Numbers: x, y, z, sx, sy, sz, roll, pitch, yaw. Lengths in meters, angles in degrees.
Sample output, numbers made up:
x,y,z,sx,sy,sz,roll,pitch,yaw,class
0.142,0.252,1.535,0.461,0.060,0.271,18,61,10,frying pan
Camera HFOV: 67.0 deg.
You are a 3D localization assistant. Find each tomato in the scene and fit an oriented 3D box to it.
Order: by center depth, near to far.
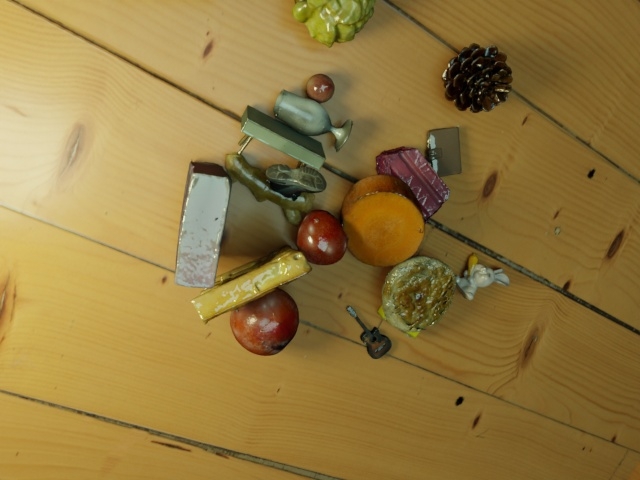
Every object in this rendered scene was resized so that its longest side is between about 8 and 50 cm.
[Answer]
x,y,z,sx,sy,sz,roll,pitch,yaw,class
-0.158,0.239,1.429,0.208,0.184,0.207,-24,131,-31,tomato
0.000,0.000,1.430,0.168,0.167,0.167,-4,106,-15,tomato

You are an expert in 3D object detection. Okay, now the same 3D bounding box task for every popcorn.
x,y,z,sx,sy,sz,roll,pitch,yaw,class
0.037,-0.640,1.263,0.255,0.195,0.255,-3,106,-26,popcorn

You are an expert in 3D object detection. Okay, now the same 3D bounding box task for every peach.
x,y,z,sx,sy,sz,roll,pitch,yaw,class
-0.001,-0.429,1.364,0.083,0.083,0.082,-4,106,-15,peach

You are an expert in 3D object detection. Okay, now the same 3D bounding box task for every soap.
x,y,z,sx,sy,sz,roll,pitch,yaw,class
-0.308,-0.054,1.260,0.107,0.296,0.285,9,100,-18,soap
0.274,-0.180,1.499,0.162,0.099,0.250,-43,112,-1,soap

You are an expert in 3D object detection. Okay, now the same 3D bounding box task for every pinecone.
x,y,z,sx,sy,sz,roll,pitch,yaw,class
0.471,-0.472,1.429,0.208,0.208,0.207,-4,106,-15,pinecone

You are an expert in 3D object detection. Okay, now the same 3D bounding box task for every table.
x,y,z,sx,sy,sz,roll,pitch,yaw,class
-0.120,-0.260,1.355,0.240,0.121,0.111,24,117,-21,table

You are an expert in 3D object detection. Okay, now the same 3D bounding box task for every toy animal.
x,y,z,sx,sy,sz,roll,pitch,yaw,class
0.561,0.124,1.686,0.182,0.131,0.127,-30,143,1,toy animal

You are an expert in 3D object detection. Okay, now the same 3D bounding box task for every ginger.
x,y,z,sx,sy,sz,roll,pitch,yaw,class
-0.150,-0.160,1.400,0.299,0.065,0.118,33,97,-20,ginger

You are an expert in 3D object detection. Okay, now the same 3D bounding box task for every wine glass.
x,y,z,sx,sy,sz,roll,pitch,yaw,class
-0.024,-0.342,1.370,0.222,0.103,0.103,23,97,-20,wine glass

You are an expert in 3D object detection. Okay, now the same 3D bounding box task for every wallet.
x,y,z,sx,sy,sz,roll,pitch,yaw,class
0.392,-0.280,1.540,0.118,0.039,0.152,-9,104,-16,wallet

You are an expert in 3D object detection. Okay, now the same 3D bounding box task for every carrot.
x,y,z,sx,sy,sz,roll,pitch,yaw,class
0.181,-0.045,1.457,0.259,0.100,0.307,12,126,5,carrot

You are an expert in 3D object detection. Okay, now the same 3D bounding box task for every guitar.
x,y,z,sx,sy,sz,roll,pitch,yaw,class
0.156,0.307,1.638,0.088,0.025,0.233,-39,111,-3,guitar

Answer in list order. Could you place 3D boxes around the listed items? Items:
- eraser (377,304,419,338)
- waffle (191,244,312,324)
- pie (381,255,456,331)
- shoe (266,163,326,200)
x,y,z,sx,sy,sz,roll,pitch,yaw,class
0.315,0.204,1.634,0.158,0.069,0.226,33,93,-24,eraser
-0.182,0.104,1.323,0.305,0.348,0.077,-26,96,-7,waffle
0.316,0.175,1.561,0.275,0.055,0.273,-5,110,-15,pie
-0.070,-0.151,1.346,0.169,0.071,0.099,11,141,-2,shoe
